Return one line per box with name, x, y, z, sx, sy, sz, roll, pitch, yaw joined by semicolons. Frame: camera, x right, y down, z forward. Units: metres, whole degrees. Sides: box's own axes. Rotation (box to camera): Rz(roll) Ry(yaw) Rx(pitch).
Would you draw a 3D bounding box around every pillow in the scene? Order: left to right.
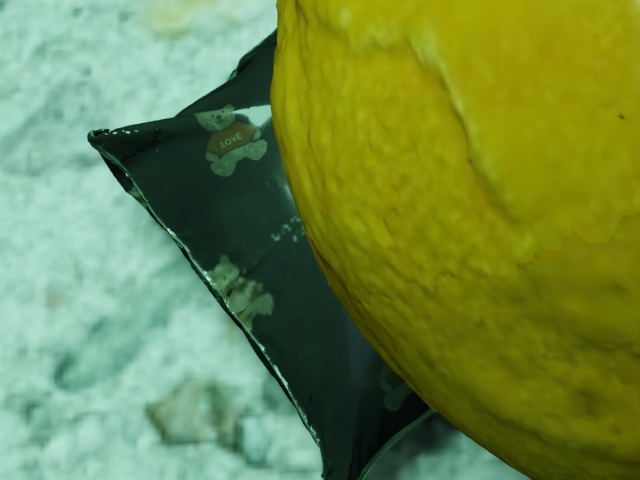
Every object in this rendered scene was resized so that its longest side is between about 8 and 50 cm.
pillow;0.000;0.000;0.604;0.090;0.048;0.150;-41;71;8

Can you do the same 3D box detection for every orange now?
orange;0.116;-0.048;0.475;0.261;0.261;0.261;-4;72;14
